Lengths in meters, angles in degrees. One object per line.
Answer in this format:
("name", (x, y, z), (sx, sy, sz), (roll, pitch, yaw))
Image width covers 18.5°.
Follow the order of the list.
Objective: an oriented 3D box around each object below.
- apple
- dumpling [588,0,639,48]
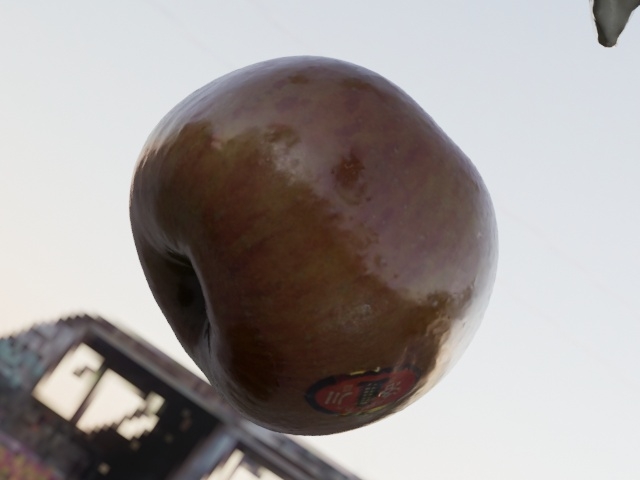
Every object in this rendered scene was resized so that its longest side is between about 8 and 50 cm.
("apple", (0.000, 0.000, 2.019), (0.400, 0.333, 0.400), (51, -26, 36))
("dumpling", (0.265, -0.320, 1.521), (0.187, 0.318, 0.243), (25, 29, -19))
